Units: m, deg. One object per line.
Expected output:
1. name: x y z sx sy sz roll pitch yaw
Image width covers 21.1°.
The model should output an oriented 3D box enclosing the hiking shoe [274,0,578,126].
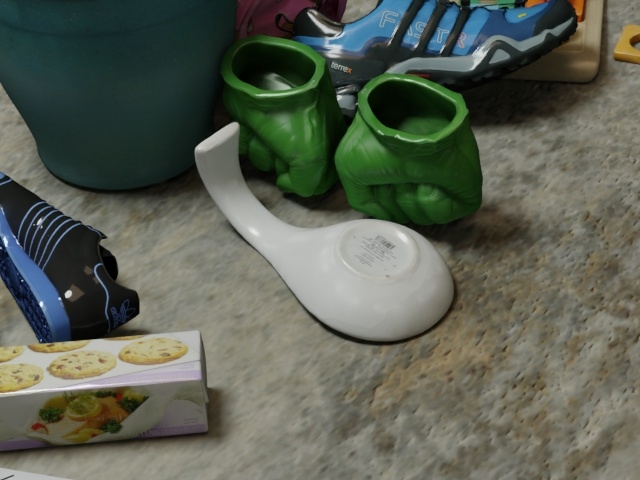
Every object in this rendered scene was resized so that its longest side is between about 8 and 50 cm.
1. hiking shoe: 0.117 -0.213 1.741 0.304 0.132 0.113 -18 0 -15

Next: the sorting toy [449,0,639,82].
1. sorting toy: 0.219 -0.246 1.881 0.348 0.047 0.196 4 38 9

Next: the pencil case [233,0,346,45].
1. pencil case: -0.141 -0.302 1.894 0.386 0.167 0.160 31 91 37

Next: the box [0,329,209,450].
1. box: -0.253 0.129 1.414 0.324 0.063 0.067 -4 36 -1

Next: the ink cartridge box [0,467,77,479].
1. ink cartridge box: -0.270 0.219 1.313 0.207 0.046 0.097 7 38 13

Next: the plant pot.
1. plant pot: -0.204 -0.199 1.681 0.272 0.255 0.271 -2 37 1

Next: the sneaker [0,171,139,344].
1. sneaker: -0.242 0.010 1.562 0.090 0.081 0.232 -17 46 -21

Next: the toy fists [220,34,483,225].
1. toy fists: 0.025 -0.091 1.622 0.279 0.142 0.096 18 59 25

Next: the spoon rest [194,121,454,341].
1. spoon rest: 0.000 0.000 1.569 0.276 0.084 0.137 37 53 24
